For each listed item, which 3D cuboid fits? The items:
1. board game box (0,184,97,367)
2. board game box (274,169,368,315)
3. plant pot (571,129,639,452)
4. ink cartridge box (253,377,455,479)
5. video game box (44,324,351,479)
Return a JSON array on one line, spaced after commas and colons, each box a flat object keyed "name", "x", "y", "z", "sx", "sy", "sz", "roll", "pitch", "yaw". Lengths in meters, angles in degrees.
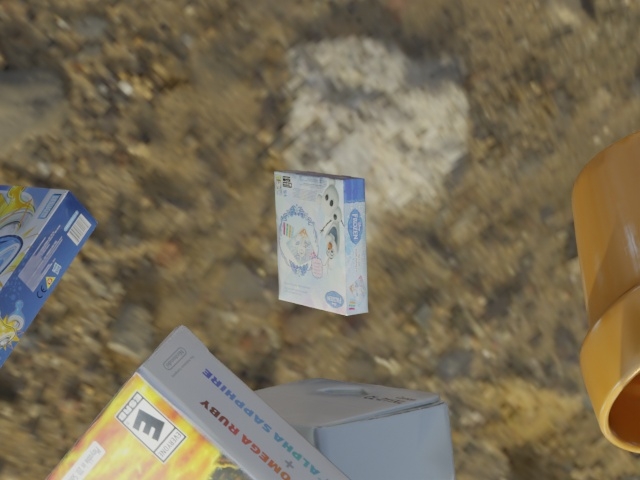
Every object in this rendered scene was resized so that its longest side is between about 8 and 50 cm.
[{"name": "board game box", "x": -0.240, "y": 0.052, "z": 1.218, "sx": 0.136, "sy": 0.035, "sz": 0.201, "roll": 4, "pitch": 54, "yaw": 42}, {"name": "board game box", "x": 0.000, "y": 0.000, "z": 1.330, "sx": 0.090, "sy": 0.020, "sz": 0.090, "roll": 11, "pitch": 104, "yaw": 58}, {"name": "plant pot", "x": 0.270, "y": 0.024, "z": 1.441, "sx": 0.205, "sy": 0.205, "sz": 0.188, "roll": -22, "pitch": 58, "yaw": 8}, {"name": "ink cartridge box", "x": 0.004, "y": 0.158, "z": 0.909, "sx": 0.072, "sy": 0.127, "sz": 0.175, "roll": -8, "pitch": 94, "yaw": -30}, {"name": "video game box", "x": -0.048, "y": 0.165, "z": 0.807, "sx": 0.187, "sy": 0.048, "sz": 0.205, "roll": 40, "pitch": 124, "yaw": 0}]
